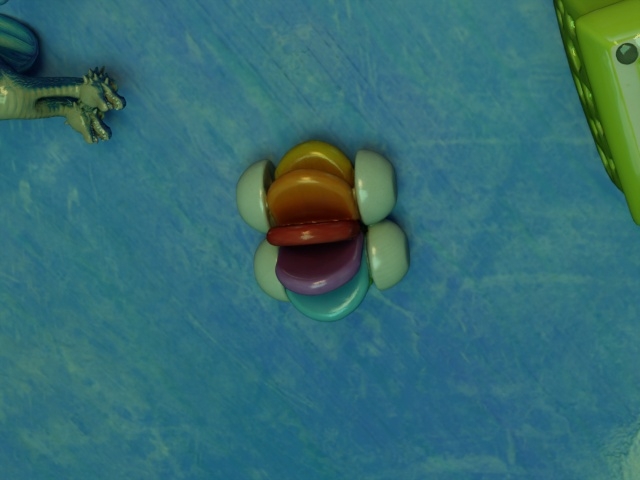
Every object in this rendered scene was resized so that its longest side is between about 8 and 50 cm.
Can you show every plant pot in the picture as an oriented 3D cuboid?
[{"bbox_3d":[0.330,-0.148,0.987,0.228,0.207,0.227,-16,114,15],"label":"plant pot"}]

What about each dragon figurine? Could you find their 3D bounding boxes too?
[{"bbox_3d":[-0.331,-0.169,1.142,0.289,0.144,0.085,30,121,14],"label":"dragon figurine"}]

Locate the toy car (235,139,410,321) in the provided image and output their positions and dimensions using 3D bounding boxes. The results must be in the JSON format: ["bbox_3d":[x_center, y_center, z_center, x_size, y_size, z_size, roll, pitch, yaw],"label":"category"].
[{"bbox_3d":[0.000,0.000,1.153,0.159,0.136,0.182,-7,117,11],"label":"toy car"}]

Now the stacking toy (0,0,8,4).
[{"bbox_3d":[-0.169,-0.325,1.014,0.302,0.175,0.165,-12,114,2],"label":"stacking toy"}]
